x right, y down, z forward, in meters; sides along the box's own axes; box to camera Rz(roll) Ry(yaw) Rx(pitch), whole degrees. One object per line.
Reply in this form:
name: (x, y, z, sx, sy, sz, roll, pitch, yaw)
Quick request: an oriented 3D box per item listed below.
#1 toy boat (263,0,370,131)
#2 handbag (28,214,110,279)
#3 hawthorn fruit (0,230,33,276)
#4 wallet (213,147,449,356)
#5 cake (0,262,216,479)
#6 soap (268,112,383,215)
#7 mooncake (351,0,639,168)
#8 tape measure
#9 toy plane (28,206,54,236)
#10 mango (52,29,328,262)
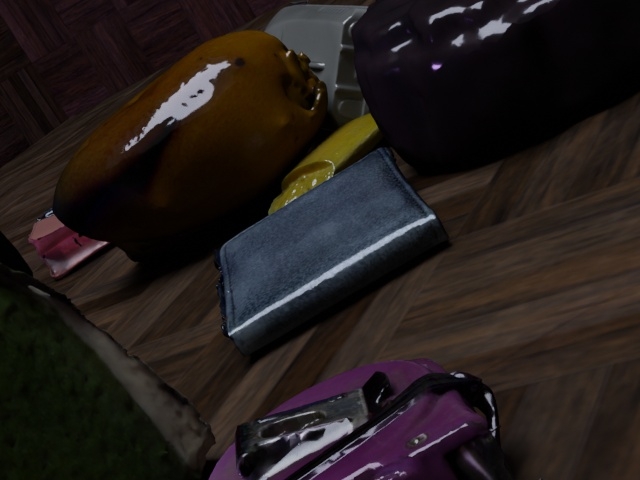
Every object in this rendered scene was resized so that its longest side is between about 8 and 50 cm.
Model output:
toy boat: (0.009, -0.190, 1.249, 0.141, 0.141, 0.269, -33, 16, -6)
handbag: (-0.253, -0.043, 1.416, 0.212, 0.059, 0.157, -31, 16, -4)
hawthorn fruit: (-0.373, 0.069, 0.897, 0.316, 0.316, 0.316, -29, 16, 9)
wallet: (0.001, 0.002, 0.846, 0.167, 0.036, 0.222, -30, 17, 2)
cake: (-0.170, 0.182, 0.588, 0.158, 0.172, 0.283, -27, 48, 41)
soap: (0.008, -0.071, 1.055, 0.089, 0.033, 0.168, -26, 16, 41)
mooncake: (0.158, -0.181, 0.922, 0.283, 0.141, 0.283, -29, 18, 10)
tape measure: (0.018, 0.094, 0.450, 0.125, 0.074, 0.118, -28, 13, -2)
toy plane: (-0.305, -0.056, 1.550, 0.189, 0.061, 0.130, -32, 15, -2)
mango: (-0.124, -0.087, 1.121, 0.287, 0.152, 0.201, -37, 25, 7)
